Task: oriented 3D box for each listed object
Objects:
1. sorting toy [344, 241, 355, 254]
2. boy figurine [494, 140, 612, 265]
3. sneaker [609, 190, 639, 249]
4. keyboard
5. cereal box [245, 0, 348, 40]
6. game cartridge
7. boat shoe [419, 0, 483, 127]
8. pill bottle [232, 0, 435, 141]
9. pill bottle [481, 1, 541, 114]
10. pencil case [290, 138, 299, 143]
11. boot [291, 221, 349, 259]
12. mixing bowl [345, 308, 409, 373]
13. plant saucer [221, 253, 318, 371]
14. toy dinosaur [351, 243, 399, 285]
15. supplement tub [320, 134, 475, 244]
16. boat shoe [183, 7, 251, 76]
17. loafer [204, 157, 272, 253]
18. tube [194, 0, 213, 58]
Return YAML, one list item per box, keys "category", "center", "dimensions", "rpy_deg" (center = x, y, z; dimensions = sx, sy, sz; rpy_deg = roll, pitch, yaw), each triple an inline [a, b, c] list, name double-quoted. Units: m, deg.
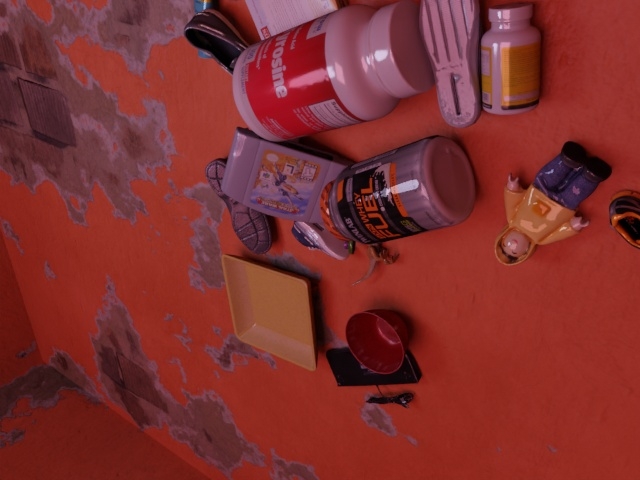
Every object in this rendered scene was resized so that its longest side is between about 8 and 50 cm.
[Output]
- category: "sorting toy"
  center: [0.069, -0.016, 1.547]
  dimensions: [0.042, 0.061, 0.101]
  rpy_deg: [5, 91, 11]
- category: "boy figurine"
  center: [0.433, -0.063, 1.199]
  dimensions: [0.177, 0.092, 0.285]
  rpy_deg: [40, 132, 10]
- category: "sneaker"
  center: [0.612, 0.000, 1.093]
  dimensions: [0.215, 0.083, 0.084]
  rpy_deg: [37, 133, 14]
- category: "keyboard"
  center: [0.160, 0.397, 1.759]
  dimensions: [0.317, 0.033, 0.201]
  rpy_deg: [-15, 99, 45]
- category: "cereal box"
  center: [-0.063, -0.542, 1.341]
  dimensions: [0.240, 0.047, 0.172]
  rpy_deg: [-8, 111, 43]
- category: "game cartridge"
  center: [-0.086, -0.149, 1.488]
  dimensions: [0.298, 0.062, 0.198]
  rpy_deg: [15, 119, -8]
- category: "boat shoe"
  center: [0.257, -0.368, 1.147]
  dimensions: [0.109, 0.094, 0.302]
  rpy_deg: [3, 116, 28]
- category: "pill bottle"
  center: [0.027, -0.349, 1.257]
  dimensions: [0.408, 0.229, 0.228]
  rpy_deg: [-5, 113, 41]
- category: "pill bottle"
  center: [0.345, -0.328, 1.094]
  dimensions: [0.103, 0.103, 0.184]
  rpy_deg: [12, 123, 35]
- category: "pencil case"
  center: [-0.113, -0.196, 1.555]
  dimensions: [0.124, 0.113, 0.272]
  rpy_deg: [20, 127, 24]
- category: "boot"
  center: [0.000, 0.000, 1.626]
  dimensions: [0.190, 0.069, 0.086]
  rpy_deg: [45, 144, 20]
- category: "mixing bowl"
  center: [0.166, 0.252, 1.609]
  dimensions: [0.182, 0.098, 0.181]
  rpy_deg: [18, 121, 33]
- category: "plant saucer"
  center: [-0.137, 0.203, 1.851]
  dimensions: [0.333, 0.081, 0.332]
  rpy_deg: [16, 126, 33]
- category: "toy dinosaur"
  center: [0.138, 0.035, 1.541]
  dimensions: [0.112, 0.064, 0.211]
  rpy_deg: [28, 124, 48]
- category: "supplement tub"
  center: [0.160, -0.099, 1.329]
  dimensions: [0.316, 0.194, 0.193]
  rpy_deg: [-15, 105, 45]
- category: "boat shoe"
  center: [-0.195, -0.424, 1.465]
  dimensions: [0.319, 0.099, 0.116]
  rpy_deg: [42, 133, -6]
- category: "loafer"
  center: [-0.220, -0.106, 1.737]
  dimensions: [0.109, 0.095, 0.302]
  rpy_deg: [-25, 105, 15]
- category: "tube"
  center: [-0.289, -0.564, 1.510]
  dimensions: [0.080, 0.052, 0.207]
  rpy_deg: [28, 133, 35]
